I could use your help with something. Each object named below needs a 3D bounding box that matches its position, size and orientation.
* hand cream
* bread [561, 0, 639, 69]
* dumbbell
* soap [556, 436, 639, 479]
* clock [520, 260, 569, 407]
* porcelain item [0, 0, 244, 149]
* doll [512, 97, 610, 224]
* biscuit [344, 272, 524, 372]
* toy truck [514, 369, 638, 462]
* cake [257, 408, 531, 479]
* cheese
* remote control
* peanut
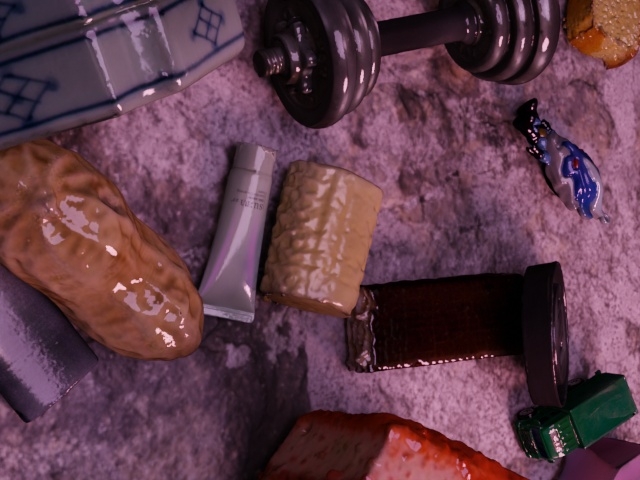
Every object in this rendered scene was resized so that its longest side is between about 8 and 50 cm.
[{"bbox_3d":[-0.093,-0.011,1.516,0.078,0.050,0.205,12,88,-27],"label":"hand cream"},{"bbox_3d":[0.381,-0.328,1.761,0.103,0.065,0.187,6,88,-33],"label":"bread"},{"bbox_3d":[0.107,-0.244,1.550,0.406,0.179,0.179,-16,97,-27],"label":"dumbbell"},{"bbox_3d":[0.361,0.419,1.716,0.192,0.109,0.324,14,83,-28],"label":"soap"},{"bbox_3d":[0.283,0.118,1.653,0.040,0.184,0.185,-2,91,16],"label":"clock"},{"bbox_3d":[-0.240,-0.204,1.286,0.157,0.281,0.286,70,24,-14],"label":"porcelain item"},{"bbox_3d":[0.320,-0.095,1.724,0.195,0.070,0.096,51,38,-14],"label":"doll"},{"bbox_3d":[0.139,0.100,1.623,0.252,0.070,0.106,-5,91,-28],"label":"biscuit"},{"bbox_3d":[0.330,0.231,1.718,0.147,0.079,0.065,-27,102,-23],"label":"toy truck"},{"bbox_3d":[0.056,0.366,1.467,0.270,0.269,0.320,32,73,-23],"label":"cake"},{"bbox_3d":[0.000,0.000,1.541,0.123,0.094,0.167,17,77,-17],"label":"cheese"},{"bbox_3d":[-0.382,0.015,1.366,0.107,0.044,0.378,-45,109,-27],"label":"remote control"},{"bbox_3d":[-0.237,0.015,1.374,0.325,0.153,0.140,45,60,-30],"label":"peanut"}]
